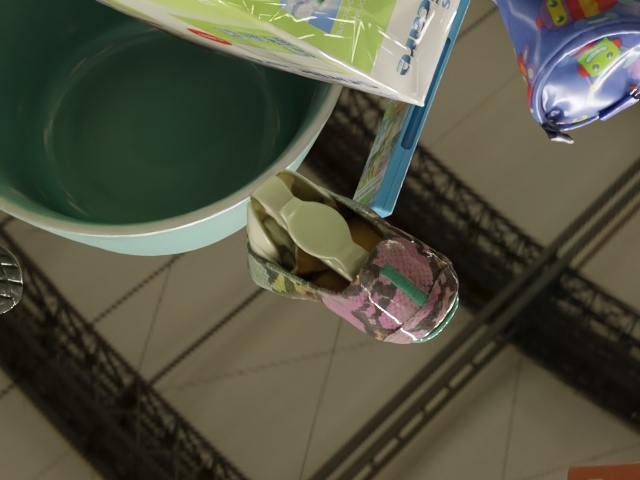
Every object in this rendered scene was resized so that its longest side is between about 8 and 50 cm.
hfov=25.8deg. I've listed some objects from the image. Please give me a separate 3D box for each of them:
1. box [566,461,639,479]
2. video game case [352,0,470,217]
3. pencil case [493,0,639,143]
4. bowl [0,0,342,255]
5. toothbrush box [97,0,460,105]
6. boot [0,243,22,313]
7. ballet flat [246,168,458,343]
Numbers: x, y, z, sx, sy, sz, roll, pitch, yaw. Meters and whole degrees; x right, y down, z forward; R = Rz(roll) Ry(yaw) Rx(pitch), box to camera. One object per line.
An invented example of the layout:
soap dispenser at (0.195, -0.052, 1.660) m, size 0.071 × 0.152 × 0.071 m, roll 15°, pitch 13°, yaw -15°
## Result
box at (0.220, 0.277, 0.632) m, size 0.215 × 0.168 × 0.345 m, roll -7°, pitch -144°, yaw 19°
video game case at (0.061, -0.093, 0.965) m, size 0.015 × 0.119 × 0.166 m, roll 21°, pitch -95°, yaw -7°
pencil case at (0.185, -0.226, 1.178) m, size 0.119 × 0.133 × 0.306 m, roll -28°, pitch -128°, yaw 11°
bowl at (-0.127, -0.114, 1.036) m, size 0.311 × 0.163 × 0.312 m, roll -2°, pitch -114°, yaw 3°
toothbrush box at (-0.076, -0.189, 0.802) m, size 0.206 × 0.283 × 0.122 m, roll 20°, pitch -88°, yaw 40°
boot at (-0.383, -0.003, 1.273) m, size 0.246 × 0.083 × 0.161 m, roll 6°, pitch -159°, yaw -3°
ballet flat at (0.000, 0.000, 0.817) m, size 0.077 × 0.079 × 0.221 m, roll -50°, pitch -153°, yaw -8°
